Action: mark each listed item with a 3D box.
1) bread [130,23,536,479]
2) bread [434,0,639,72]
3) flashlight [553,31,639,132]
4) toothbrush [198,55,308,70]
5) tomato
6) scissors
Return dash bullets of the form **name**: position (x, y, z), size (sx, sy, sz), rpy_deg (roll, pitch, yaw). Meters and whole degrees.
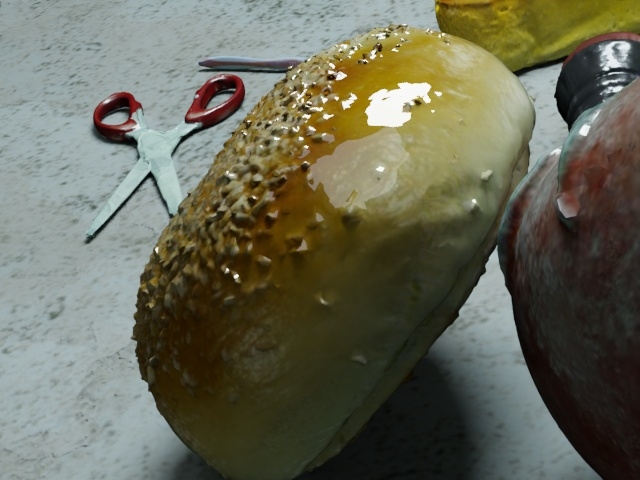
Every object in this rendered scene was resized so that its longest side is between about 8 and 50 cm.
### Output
- **bread**: position (0.000, 0.000, 0.884), size (0.159, 0.305, 0.305), rpy_deg (34, 40, -1)
- **bread**: position (0.220, -0.223, 1.342), size (0.246, 0.094, 0.102), rpy_deg (-18, 25, -7)
- **flashlight**: position (0.217, -0.063, 1.092), size (0.093, 0.093, 0.232), rpy_deg (-6, 36, 12)
- **toothbrush**: position (-0.031, -0.167, 1.425), size (0.193, 0.013, 0.019), rpy_deg (3, 28, 26)
- **tomato**: position (0.247, -0.002, 0.748), size (0.317, 0.316, 0.282), rpy_deg (-33, 78, -30)
- **scissors**: position (-0.144, -0.074, 1.319), size (0.144, 0.017, 0.247), rpy_deg (-9, 32, 9)
